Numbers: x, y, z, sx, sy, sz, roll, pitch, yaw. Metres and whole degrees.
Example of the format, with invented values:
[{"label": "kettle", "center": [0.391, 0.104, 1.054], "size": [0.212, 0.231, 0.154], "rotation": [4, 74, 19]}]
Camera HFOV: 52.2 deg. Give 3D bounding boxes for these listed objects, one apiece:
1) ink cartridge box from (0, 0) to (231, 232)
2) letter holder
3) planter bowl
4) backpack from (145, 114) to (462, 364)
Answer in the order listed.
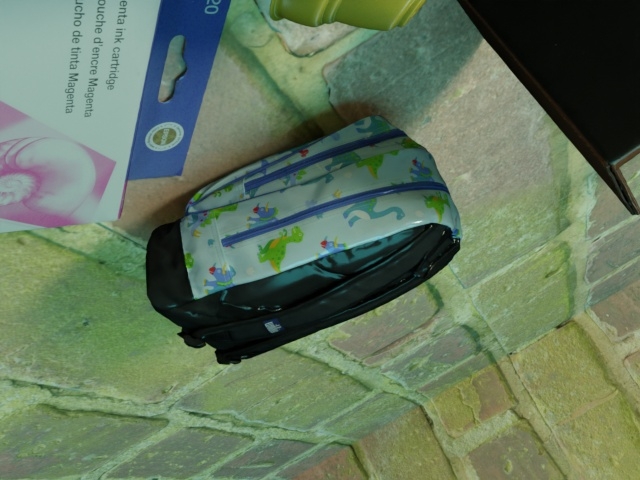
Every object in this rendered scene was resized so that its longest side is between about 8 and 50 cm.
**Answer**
[{"label": "ink cartridge box", "center": [-0.236, -0.129, 0.566], "size": [0.330, 0.071, 0.324], "rotation": [-9, 147, -30]}, {"label": "letter holder", "center": [0.278, -0.197, 0.663], "size": [0.152, 0.301, 0.214], "rotation": [-38, 152, 17]}, {"label": "planter bowl", "center": [0.061, -0.233, 0.508], "size": [0.217, 0.090, 0.217], "rotation": [-50, -175, 6]}, {"label": "backpack", "center": [0.000, 0.000, 0.845], "size": [0.356, 0.273, 0.290], "rotation": [-11, 154, 15]}]
